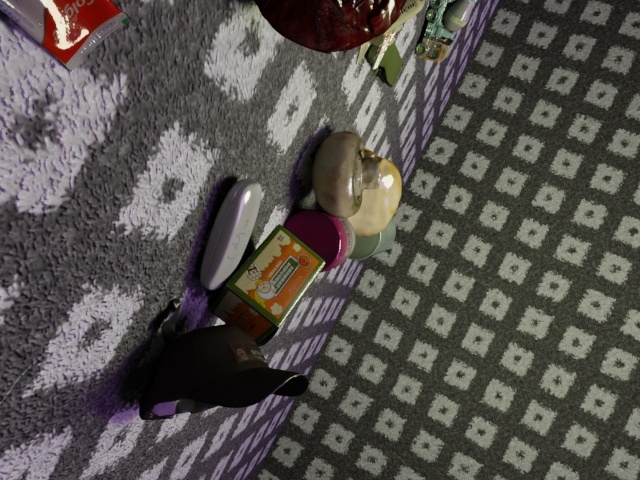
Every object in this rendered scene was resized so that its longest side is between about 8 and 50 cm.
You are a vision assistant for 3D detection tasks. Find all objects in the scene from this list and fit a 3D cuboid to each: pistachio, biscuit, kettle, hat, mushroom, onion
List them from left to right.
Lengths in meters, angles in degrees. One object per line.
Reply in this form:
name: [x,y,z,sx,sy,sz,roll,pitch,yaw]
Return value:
hat: [-0.190,0.222,0.868,0.238,0.335,0.209,31,48,-60]
onion: [0.030,-0.391,0.577,0.281,0.221,0.281,-62,-175,10]
mushroom: [0.069,-0.169,1.165,0.226,0.177,0.227,11,90,-81]
kettle: [0.153,-0.027,1.809,0.318,0.264,0.205,-16,100,-72]
pistachio: [0.133,-0.144,1.395,0.230,0.229,0.309,-52,157,-38]
biscuit: [0.189,-0.518,1.282,0.099,0.038,0.322,-70,164,13]

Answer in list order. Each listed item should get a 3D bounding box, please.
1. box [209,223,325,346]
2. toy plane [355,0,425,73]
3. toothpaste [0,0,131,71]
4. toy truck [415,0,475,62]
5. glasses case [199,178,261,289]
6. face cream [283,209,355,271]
box: [-0.117,0.105,0.994,0.195,0.148,0.177,-52,-176,-36]
toy plane: [0.161,-0.524,1.035,0.256,0.104,0.242,-56,162,-27]
toothpaste: [-0.236,-0.217,0.290,0.301,0.048,0.075,49,64,-78]
toy truck: [0.435,-0.747,1.534,0.108,0.140,0.257,-50,161,-43]
glasses case: [-0.173,-0.009,0.858,0.234,0.059,0.092,-65,170,19]
face cream: [0.000,0.000,1.262,0.175,0.175,0.195,-65,164,9]
